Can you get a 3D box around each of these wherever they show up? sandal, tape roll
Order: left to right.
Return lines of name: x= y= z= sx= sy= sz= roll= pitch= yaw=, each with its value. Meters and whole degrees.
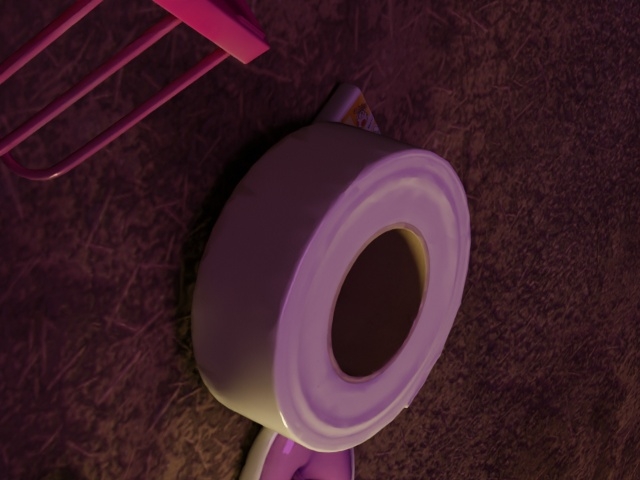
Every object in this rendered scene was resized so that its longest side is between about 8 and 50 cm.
sandal: x=-0.005 y=0.347 z=1.371 sx=0.169 sy=0.102 sz=0.416 roll=-23 pitch=125 yaw=-47
tape roll: x=0.017 y=0.042 z=1.201 sx=0.286 sy=0.100 sz=0.286 roll=-30 pitch=130 yaw=-44

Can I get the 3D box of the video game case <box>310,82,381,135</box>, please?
video game case: x=0.000 y=0.000 z=1.266 sx=0.227 sy=0.026 sz=0.206 roll=-54 pitch=144 yaw=-19

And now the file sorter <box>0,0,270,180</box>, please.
file sorter: x=-0.193 y=-0.164 z=0.677 sx=0.182 sy=0.202 sz=0.290 roll=-34 pitch=163 yaw=11
